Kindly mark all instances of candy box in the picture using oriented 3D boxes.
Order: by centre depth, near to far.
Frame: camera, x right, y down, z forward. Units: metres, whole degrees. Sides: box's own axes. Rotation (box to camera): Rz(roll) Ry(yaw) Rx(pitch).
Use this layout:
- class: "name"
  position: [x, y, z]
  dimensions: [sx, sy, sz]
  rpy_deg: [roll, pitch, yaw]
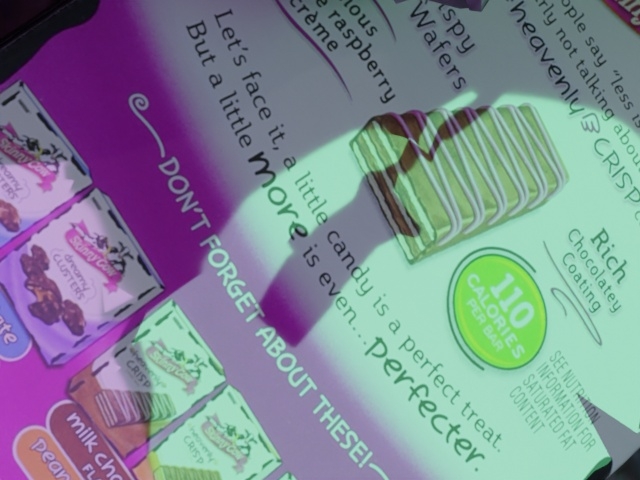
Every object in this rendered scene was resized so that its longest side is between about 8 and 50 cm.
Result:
- class: "candy box"
  position: [0.000, 0.000, 0.436]
  dimensions: [0.233, 0.071, 0.159]
  rpy_deg: [-38, 102, -23]

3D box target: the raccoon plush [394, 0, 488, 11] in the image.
- class: "raccoon plush"
  position: [-0.128, -0.228, 0.284]
  dimensions: [0.299, 0.216, 0.447]
  rpy_deg: [-16, 93, -7]
